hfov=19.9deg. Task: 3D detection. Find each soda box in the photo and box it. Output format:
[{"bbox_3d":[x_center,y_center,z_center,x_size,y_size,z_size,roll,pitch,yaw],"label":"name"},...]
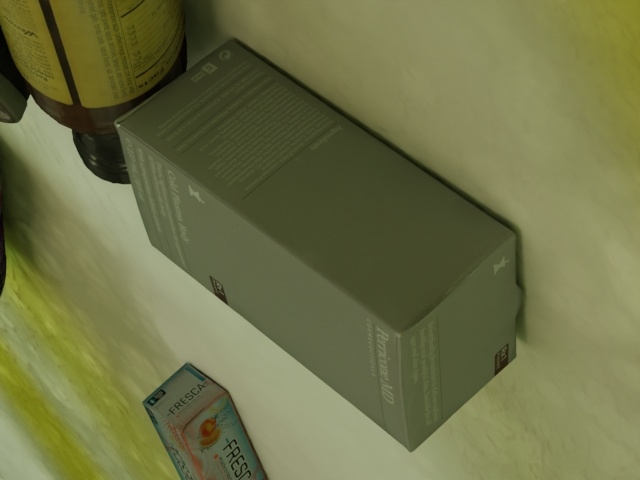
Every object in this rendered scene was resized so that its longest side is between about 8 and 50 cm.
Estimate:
[{"bbox_3d":[-0.100,0.199,1.692,0.063,0.058,0.183,32,153,37],"label":"soda box"}]

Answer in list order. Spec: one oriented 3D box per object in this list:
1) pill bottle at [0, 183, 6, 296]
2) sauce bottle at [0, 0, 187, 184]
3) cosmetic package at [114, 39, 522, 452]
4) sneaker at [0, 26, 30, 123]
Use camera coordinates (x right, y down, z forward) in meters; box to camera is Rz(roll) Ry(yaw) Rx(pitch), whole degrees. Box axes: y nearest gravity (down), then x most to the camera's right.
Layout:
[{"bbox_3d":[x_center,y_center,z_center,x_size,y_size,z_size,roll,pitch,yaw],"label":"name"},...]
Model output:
[{"bbox_3d":[-0.391,-0.003,1.735,0.181,0.181,0.323,44,159,10],"label":"pill bottle"},{"bbox_3d":[-0.137,-0.133,1.086,0.111,0.111,0.344,42,163,15],"label":"sauce bottle"},{"bbox_3d":[0.000,0.000,1.076,0.238,0.107,0.127,38,155,32],"label":"cosmetic package"},{"bbox_3d":[-0.221,-0.161,1.140,0.083,0.118,0.222,15,169,5],"label":"sneaker"}]
